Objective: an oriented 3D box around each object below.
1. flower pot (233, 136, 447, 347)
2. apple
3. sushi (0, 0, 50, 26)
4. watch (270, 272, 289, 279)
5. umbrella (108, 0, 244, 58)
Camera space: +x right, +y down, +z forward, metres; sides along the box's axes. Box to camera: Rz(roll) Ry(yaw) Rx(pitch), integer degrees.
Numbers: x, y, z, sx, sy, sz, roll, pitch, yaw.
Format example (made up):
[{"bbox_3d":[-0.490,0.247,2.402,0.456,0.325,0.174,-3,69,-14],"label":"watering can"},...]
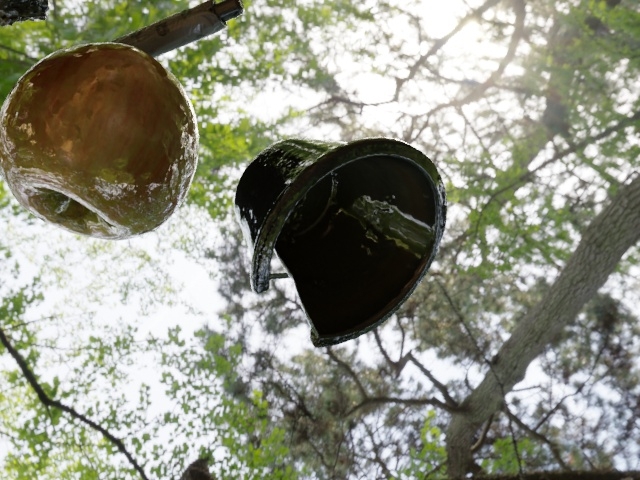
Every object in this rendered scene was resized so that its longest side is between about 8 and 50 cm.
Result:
[{"bbox_3d":[0.009,-0.041,1.048,0.380,0.379,0.251,-16,-145,-26],"label":"flower pot"},{"bbox_3d":[-0.433,-0.199,1.208,0.392,0.391,0.346,14,-112,0],"label":"apple"},{"bbox_3d":[-0.598,-0.447,1.071,0.213,0.114,0.147,11,-156,12],"label":"sushi"},{"bbox_3d":[0.002,0.013,1.340,0.275,0.276,0.068,21,-163,17],"label":"watch"},{"bbox_3d":[-0.327,-0.463,1.340,0.338,0.073,0.067,-17,-102,12],"label":"umbrella"}]
